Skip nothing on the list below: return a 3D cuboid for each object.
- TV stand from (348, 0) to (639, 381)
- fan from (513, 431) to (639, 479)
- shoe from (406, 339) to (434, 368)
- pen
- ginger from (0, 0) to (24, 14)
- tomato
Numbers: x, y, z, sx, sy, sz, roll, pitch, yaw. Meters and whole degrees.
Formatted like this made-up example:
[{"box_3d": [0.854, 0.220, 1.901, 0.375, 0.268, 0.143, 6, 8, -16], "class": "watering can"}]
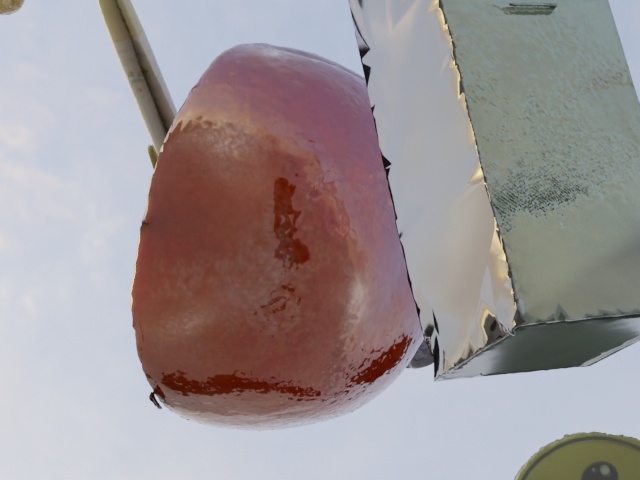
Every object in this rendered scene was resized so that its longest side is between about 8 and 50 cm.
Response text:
[{"box_3d": [0.069, -0.082, 0.445, 0.083, 0.269, 0.088, -3, -22, -21], "class": "TV stand"}, {"box_3d": [0.252, 0.316, 1.010, 0.229, 0.335, 0.011, 59, -17, 17], "class": "fan"}, {"box_3d": [0.176, 0.110, 1.559, 0.245, 0.137, 0.095, -18, -55, 43], "class": "shoe"}, {"box_3d": [-0.142, -0.111, 0.877, 0.040, 0.032, 0.233, -15, -66, 11], "class": "pen"}, {"box_3d": [-0.273, -0.286, 0.877, 0.176, 0.052, 0.193, 16, -90, 45], "class": "ginger"}, {"box_3d": [0.009, 0.007, 0.807, 0.144, 0.338, 0.338, 8, -56, 27], "class": "tomato"}]
